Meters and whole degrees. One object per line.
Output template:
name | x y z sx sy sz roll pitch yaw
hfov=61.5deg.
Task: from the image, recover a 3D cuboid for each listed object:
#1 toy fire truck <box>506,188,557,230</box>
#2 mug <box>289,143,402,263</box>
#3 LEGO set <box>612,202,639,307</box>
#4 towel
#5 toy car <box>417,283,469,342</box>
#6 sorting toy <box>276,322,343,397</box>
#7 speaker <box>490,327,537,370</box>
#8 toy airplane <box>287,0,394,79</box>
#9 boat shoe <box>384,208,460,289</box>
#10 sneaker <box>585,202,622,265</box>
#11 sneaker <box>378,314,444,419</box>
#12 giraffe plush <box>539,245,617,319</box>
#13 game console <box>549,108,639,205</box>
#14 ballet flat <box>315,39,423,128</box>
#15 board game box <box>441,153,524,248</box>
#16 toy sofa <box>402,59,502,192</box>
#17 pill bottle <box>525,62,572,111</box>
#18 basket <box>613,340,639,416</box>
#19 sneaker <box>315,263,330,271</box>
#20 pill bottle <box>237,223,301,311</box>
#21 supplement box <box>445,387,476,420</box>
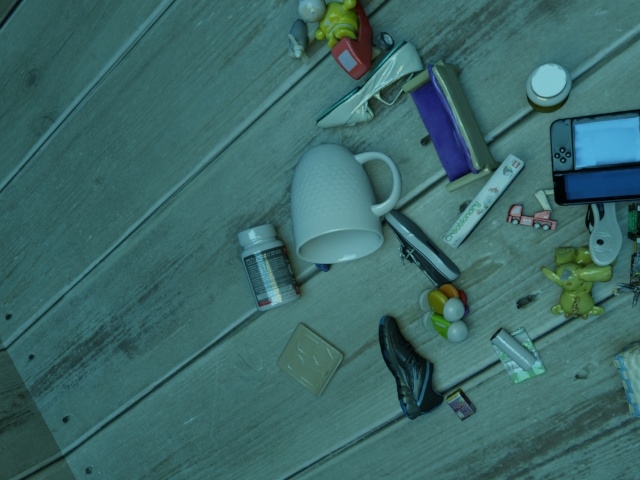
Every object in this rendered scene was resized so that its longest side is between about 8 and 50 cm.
toy fire truck | 0.661 -0.099 1.593 0.192 0.047 0.135 12 98 22
mug | 0.080 -0.141 1.693 0.374 0.276 0.328 -20 65 26
LEGO set | 0.931 0.026 1.415 0.255 0.192 0.331 10 98 21
towel | 0.612 0.358 1.664 0.113 0.023 0.152 -30 83 22
toy car | 0.402 0.219 1.681 0.159 0.136 0.182 20 132 53
sorting toy | -0.038 0.427 1.931 0.208 0.038 0.193 35 106 21
speaker | 0.585 0.331 1.632 0.136 0.055 0.055 41 108 11
toy airplane | 0.041 -0.725 1.659 0.384 0.272 0.386 34 120 41
boat shoe | 0.301 0.031 1.719 0.306 0.113 0.105 43 115 -3
sneaker | 0.784 -0.018 1.500 0.079 0.121 0.216 4 71 19
sneaker | 0.289 0.402 1.768 0.140 0.125 0.340 -19 84 -4
giraffe plush | 0.735 0.133 1.529 0.181 0.210 0.170 16 129 51
game console | 0.788 -0.229 1.464 0.293 0.173 0.250 -3 93 22
ballet flat | 0.162 -0.465 1.735 0.400 0.139 0.139 -39 80 19
board game box | 0.484 -0.113 1.586 0.053 0.193 0.305 40 107 14
toy sofa | 0.380 -0.338 1.603 0.150 0.177 0.362 -26 84 41
pill bottle | 0.631 -0.425 1.491 0.118 0.208 0.117 2 95 22
basket | 0.954 0.354 1.411 0.289 0.201 0.254 -16 89 54
sneaker | 0.000 0.000 1.856 0.087 0.083 0.221 -14 91 17
pill bottle | -0.185 0.093 1.893 0.161 0.161 0.283 -19 87 22
supplement box | 0.452 0.527 1.731 0.055 0.043 0.083 -41 78 20
